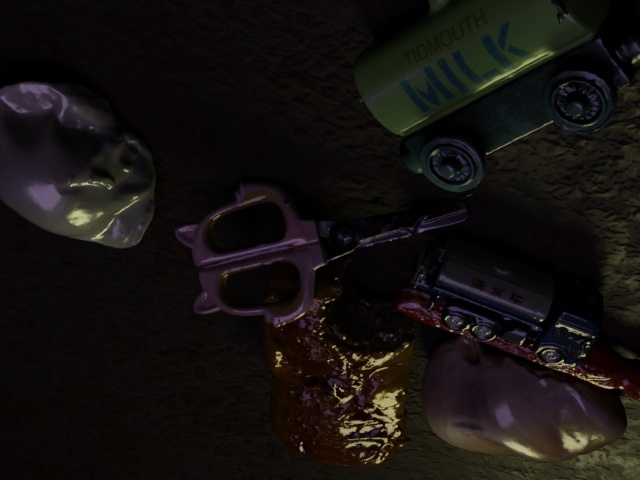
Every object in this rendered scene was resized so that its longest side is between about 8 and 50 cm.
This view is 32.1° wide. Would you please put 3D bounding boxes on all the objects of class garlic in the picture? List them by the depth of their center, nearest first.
[{"bbox_3d":[0.217,0.201,1.315,0.228,0.110,0.217,37,145,-24],"label":"garlic"}]

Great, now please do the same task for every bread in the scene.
[{"bbox_3d":[0.025,0.151,1.337,0.185,0.109,0.380,12,143,11],"label":"bread"}]

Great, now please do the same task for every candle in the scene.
[{"bbox_3d":[0.238,0.110,1.227,0.329,0.051,0.048,21,159,-2],"label":"candle"}]

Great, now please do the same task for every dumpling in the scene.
[{"bbox_3d":[-0.260,-0.086,1.157,0.229,0.124,0.151,34,107,-29],"label":"dumpling"}]

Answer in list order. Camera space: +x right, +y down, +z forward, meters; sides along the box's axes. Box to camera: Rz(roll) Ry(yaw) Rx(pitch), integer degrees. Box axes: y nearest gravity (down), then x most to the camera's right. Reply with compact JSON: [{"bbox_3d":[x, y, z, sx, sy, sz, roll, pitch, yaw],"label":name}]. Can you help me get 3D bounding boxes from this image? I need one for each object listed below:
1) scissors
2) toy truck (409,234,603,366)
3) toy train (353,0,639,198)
[{"bbox_3d":[0.000,0.000,1.156,0.317,0.024,0.160,-13,92,18],"label":"scissors"},{"bbox_3d":[0.195,0.056,1.162,0.201,0.074,0.088,21,137,-2],"label":"toy truck"},{"bbox_3d":[0.138,-0.142,0.897,0.253,0.105,0.157,-24,113,46],"label":"toy train"}]
